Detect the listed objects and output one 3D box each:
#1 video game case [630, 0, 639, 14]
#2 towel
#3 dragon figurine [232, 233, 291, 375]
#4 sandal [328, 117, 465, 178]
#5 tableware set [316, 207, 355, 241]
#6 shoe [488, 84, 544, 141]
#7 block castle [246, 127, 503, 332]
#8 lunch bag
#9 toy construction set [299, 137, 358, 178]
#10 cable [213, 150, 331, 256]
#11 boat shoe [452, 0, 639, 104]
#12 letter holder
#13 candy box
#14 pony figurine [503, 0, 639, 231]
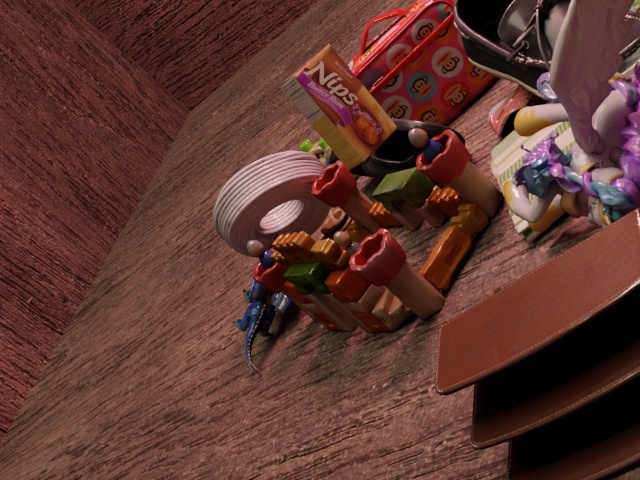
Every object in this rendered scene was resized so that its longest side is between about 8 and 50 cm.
[{"bbox_3d":[0.591,-0.429,1.791,0.285,0.025,0.204,-30,39,42],"label":"video game case"},{"bbox_3d":[0.387,-0.145,1.739,0.248,0.038,0.325,-42,19,18],"label":"towel"},{"bbox_3d":[-0.106,0.117,2.149,0.289,0.085,0.144,-75,12,-45],"label":"dragon figurine"},{"bbox_3d":[0.148,-0.151,2.138,0.445,0.167,0.107,165,117,-70],"label":"sandal"},{"bbox_3d":[0.000,0.000,2.285,0.194,0.039,0.128,-56,21,-20],"label":"tableware set"},{"bbox_3d":[0.376,-0.251,1.929,0.178,0.063,0.081,-45,23,19],"label":"shoe"},{"bbox_3d":[0.073,-0.021,1.907,0.303,0.213,0.453,-56,21,-20],"label":"block castle"},{"bbox_3d":[0.199,-0.364,2.221,0.293,0.258,0.120,-43,20,17],"label":"lunch bag"},{"bbox_3d":[0.060,-0.257,2.513,0.215,0.151,0.328,-24,42,51],"label":"toy construction set"},{"bbox_3d":[-0.094,-0.070,2.202,0.089,0.257,0.257,57,133,27],"label":"cable"},{"bbox_3d":[0.382,-0.347,1.812,0.187,0.156,0.500,-46,30,-6],"label":"boat shoe"},{"bbox_3d":[0.287,0.145,1.224,0.302,0.152,0.214,-36,25,33],"label":"letter holder"},{"bbox_3d":[0.032,-0.226,1.834,0.109,0.187,0.053,-46,11,-35],"label":"candy box"},{"bbox_3d":[0.378,-0.145,1.408,0.363,0.302,0.351,-144,76,-77],"label":"pony figurine"}]
